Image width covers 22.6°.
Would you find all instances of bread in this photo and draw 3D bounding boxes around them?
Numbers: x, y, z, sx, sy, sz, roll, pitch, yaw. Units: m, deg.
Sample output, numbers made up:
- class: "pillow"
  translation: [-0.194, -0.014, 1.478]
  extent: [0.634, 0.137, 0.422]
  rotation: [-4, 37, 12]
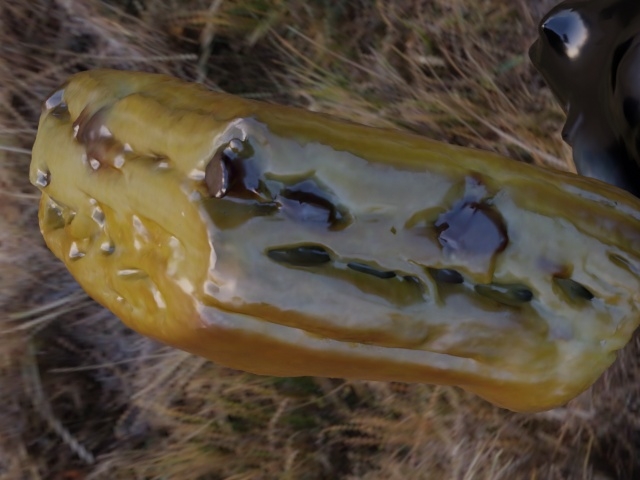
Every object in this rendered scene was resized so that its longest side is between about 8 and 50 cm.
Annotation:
- class: "bread"
  translation: [0.000, 0.000, 0.635]
  extent: [0.210, 0.235, 0.099]
  rotation: [13, 93, -24]

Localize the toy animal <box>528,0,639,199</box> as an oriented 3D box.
- class: "toy animal"
  translation: [0.225, -0.014, 0.659]
  extent: [0.213, 0.212, 0.266]
  rotation: [-23, 52, 10]
